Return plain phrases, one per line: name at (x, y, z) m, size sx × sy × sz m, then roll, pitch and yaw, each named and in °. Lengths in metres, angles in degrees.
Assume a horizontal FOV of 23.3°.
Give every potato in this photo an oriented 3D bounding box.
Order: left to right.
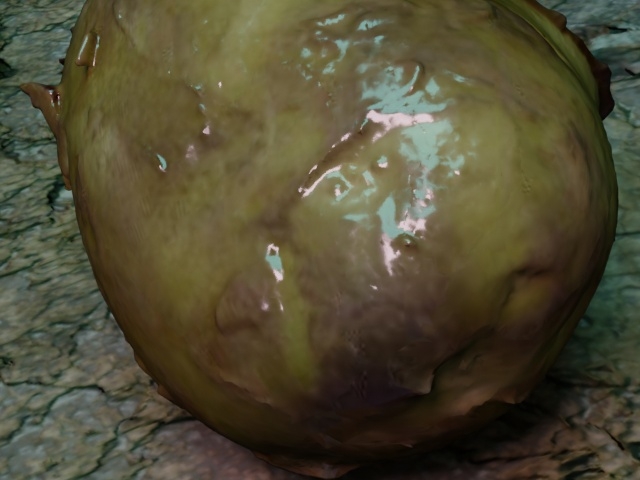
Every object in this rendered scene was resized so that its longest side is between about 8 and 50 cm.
potato at (0.000, 0.000, 0.754) m, size 0.301 × 0.289 × 0.237 m, roll 19°, pitch 49°, yaw -18°
